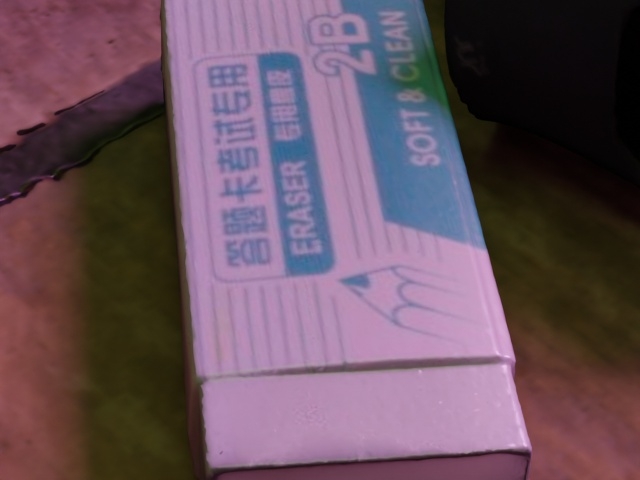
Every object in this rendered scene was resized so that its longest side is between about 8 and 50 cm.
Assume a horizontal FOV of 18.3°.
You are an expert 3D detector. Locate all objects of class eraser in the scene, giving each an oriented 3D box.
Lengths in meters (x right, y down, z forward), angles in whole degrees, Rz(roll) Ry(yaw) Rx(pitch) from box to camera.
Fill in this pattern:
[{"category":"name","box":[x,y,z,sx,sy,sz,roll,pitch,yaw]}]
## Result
[{"category":"eraser","box":[0.000,0.000,0.638,0.096,0.052,0.225,-2,43,-6]}]

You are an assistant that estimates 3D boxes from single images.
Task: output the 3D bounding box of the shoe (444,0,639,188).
[{"category":"shoe","box":[0.075,-0.082,0.691,0.093,0.108,0.241,-22,41,-20]}]
